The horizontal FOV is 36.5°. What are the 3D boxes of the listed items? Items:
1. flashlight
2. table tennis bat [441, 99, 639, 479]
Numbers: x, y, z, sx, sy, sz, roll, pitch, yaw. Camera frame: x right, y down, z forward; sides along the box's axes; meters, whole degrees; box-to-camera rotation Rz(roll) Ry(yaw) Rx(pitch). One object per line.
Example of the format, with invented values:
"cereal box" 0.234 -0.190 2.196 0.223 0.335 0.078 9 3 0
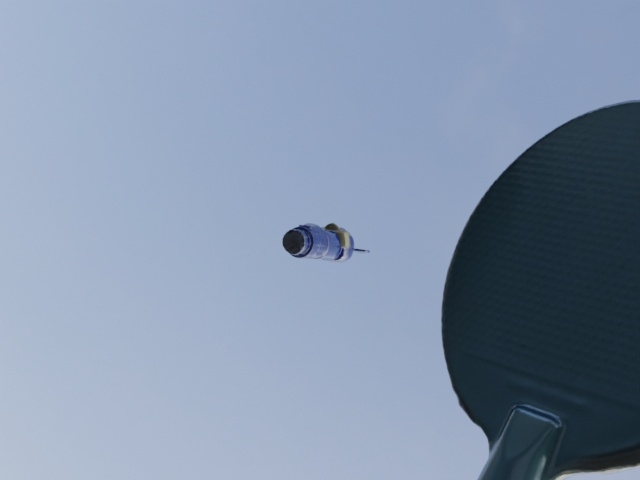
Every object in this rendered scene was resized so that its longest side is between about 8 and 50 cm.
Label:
"flashlight" 0.000 0.000 0.853 0.057 0.121 0.035 8 -91 23
"table tennis bat" 0.154 0.057 0.581 0.215 0.044 0.329 15 -107 42
